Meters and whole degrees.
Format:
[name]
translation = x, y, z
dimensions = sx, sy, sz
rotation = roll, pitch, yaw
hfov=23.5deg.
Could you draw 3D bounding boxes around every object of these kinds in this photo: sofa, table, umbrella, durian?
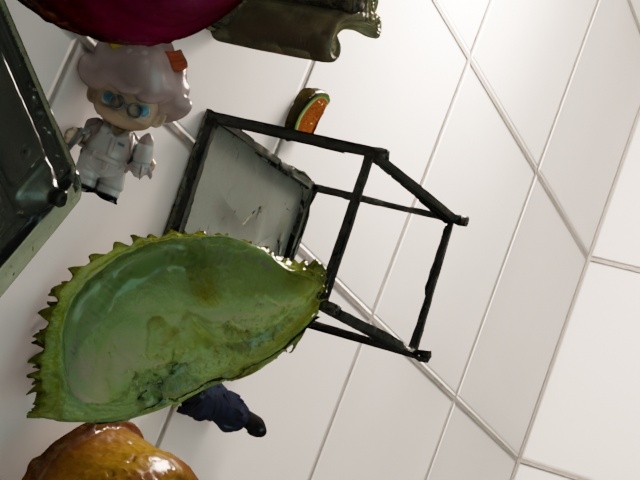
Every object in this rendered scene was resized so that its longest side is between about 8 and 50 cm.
[sofa]
translation = -0.038, -0.359, 1.910
dimensions = 0.182, 0.200, 0.258
rotation = -33, 133, -56
[table]
translation = 0.000, 0.000, 2.075
dimensions = 0.335, 0.272, 0.222
rotation = 31, 75, -62
[umbrella]
translation = -0.141, 0.236, 2.168
dimensions = 0.071, 0.071, 0.248
rotation = -70, 157, -10
[durian]
translation = -0.173, 0.089, 1.808
dimensions = 0.394, 0.198, 0.163
rotation = -16, 116, -15

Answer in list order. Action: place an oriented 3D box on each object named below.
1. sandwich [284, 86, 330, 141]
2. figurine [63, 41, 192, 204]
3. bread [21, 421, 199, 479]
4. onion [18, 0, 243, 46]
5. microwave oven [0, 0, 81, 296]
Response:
[sandwich]
translation = -0.022, -0.181, 2.218
dimensions = 0.101, 0.026, 0.069
rotation = -64, 155, -16
[figurine]
translation = -0.219, -0.157, 1.760
dimensions = 0.112, 0.137, 0.229
rotation = 175, -65, -85
[bread]
translation = -0.269, 0.366, 1.852
dimensions = 0.312, 0.172, 0.312
rotation = -41, 140, -47
[onion]
translation = -0.243, -0.346, 1.359
dimensions = 0.420, 0.398, 0.398
rotation = -25, 126, -36
[microwave oven]
translation = -0.417, -0.028, 1.298
dimensions = 0.394, 0.247, 0.333
rotation = -56, 148, -33
